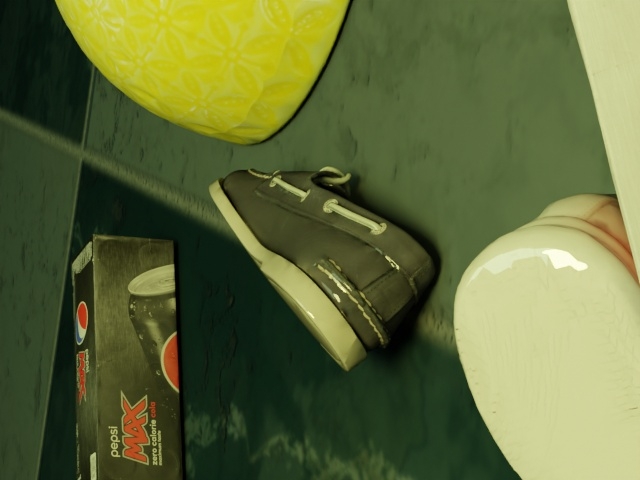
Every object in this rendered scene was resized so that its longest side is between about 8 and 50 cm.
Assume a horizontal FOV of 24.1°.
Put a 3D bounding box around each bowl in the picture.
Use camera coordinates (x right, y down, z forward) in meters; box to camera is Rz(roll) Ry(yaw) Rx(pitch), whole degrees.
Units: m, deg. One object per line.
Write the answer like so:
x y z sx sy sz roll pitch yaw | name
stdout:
-0.095 -0.207 0.854 0.289 0.156 0.290 -174 90 -66 | bowl

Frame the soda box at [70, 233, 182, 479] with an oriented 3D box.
-0.126 0.083 0.971 0.053 0.060 0.169 137 133 -58 | soda box

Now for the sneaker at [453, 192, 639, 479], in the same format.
0.103 0.087 0.447 0.080 0.094 0.212 -5 103 30 | sneaker

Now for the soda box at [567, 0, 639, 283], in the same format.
0.118 -0.032 0.363 0.091 0.098 0.286 49 -152 -56 | soda box

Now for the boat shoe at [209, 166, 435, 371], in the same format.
0.000 0.000 0.735 0.065 0.075 0.206 -38 23 -3 | boat shoe
